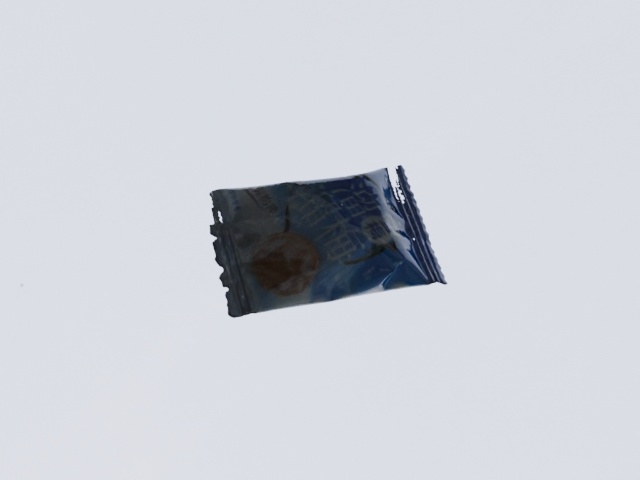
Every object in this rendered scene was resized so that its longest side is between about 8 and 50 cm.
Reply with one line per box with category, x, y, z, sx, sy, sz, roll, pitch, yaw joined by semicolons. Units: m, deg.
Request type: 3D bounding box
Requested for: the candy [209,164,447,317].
candy;0.000;-0.001;0.988;0.136;0.038;0.088;-8;-117;-18
